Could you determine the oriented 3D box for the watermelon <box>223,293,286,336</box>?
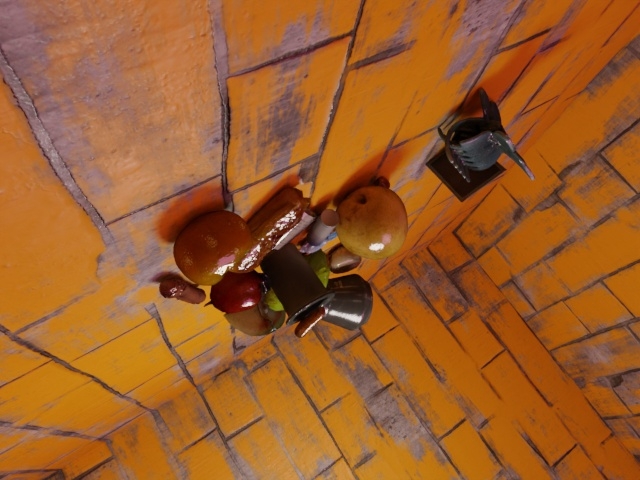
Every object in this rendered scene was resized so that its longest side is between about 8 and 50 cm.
[{"bbox_3d":[-0.280,0.325,2.246,0.320,0.213,0.290,11,-154,42],"label":"watermelon"}]

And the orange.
[{"bbox_3d":[-0.314,0.020,1.319,0.237,0.179,0.158,-36,167,7],"label":"orange"}]

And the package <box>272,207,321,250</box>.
[{"bbox_3d":[-0.101,-0.040,1.784,0.204,0.062,0.251,-39,167,15],"label":"package"}]

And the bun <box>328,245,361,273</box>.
[{"bbox_3d":[0.117,0.096,2.483,0.193,0.127,0.178,-11,155,-31],"label":"bun"}]

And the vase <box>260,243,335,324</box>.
[{"bbox_3d":[-0.118,0.177,1.950,0.245,0.291,0.245,-33,165,-10],"label":"vase"}]

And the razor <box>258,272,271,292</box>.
[{"bbox_3d":[-0.274,0.177,1.913,0.148,0.090,0.054,-9,-169,28],"label":"razor"}]

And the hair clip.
[{"bbox_3d":[0.638,-0.390,1.855,0.238,0.392,0.318,-28,155,26],"label":"hair clip"}]

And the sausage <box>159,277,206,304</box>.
[{"bbox_3d":[-0.483,0.182,1.638,0.078,0.078,0.304,-34,166,-3],"label":"sausage"}]

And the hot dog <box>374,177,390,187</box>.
[{"bbox_3d":[0.269,-0.235,1.991,0.062,0.038,0.144,-39,163,13],"label":"hot dog"}]

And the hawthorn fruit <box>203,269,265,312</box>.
[{"bbox_3d":[-0.337,0.189,1.776,0.251,0.189,0.189,-23,162,-10],"label":"hawthorn fruit"}]

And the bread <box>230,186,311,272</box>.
[{"bbox_3d":[-0.174,-0.030,1.587,0.380,0.109,0.185,-43,161,20],"label":"bread"}]

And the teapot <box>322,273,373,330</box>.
[{"bbox_3d":[0.055,0.299,2.472,0.362,0.376,0.305,8,111,-21],"label":"teapot"}]

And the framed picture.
[{"bbox_3d":[0.634,-0.320,2.044,0.231,0.293,0.018,-36,139,8],"label":"framed picture"}]

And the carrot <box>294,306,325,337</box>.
[{"bbox_3d":[-0.045,0.341,1.954,0.186,0.060,0.060,-49,160,23],"label":"carrot"}]

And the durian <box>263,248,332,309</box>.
[{"bbox_3d":[-0.109,0.207,2.189,0.340,0.204,0.255,-32,162,-35],"label":"durian"}]

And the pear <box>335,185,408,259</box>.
[{"bbox_3d":[0.205,-0.073,1.873,0.314,0.314,0.314,-32,163,-11],"label":"pear"}]

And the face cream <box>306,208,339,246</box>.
[{"bbox_3d":[0.006,-0.047,1.879,0.077,0.077,0.250,-28,171,-23],"label":"face cream"}]

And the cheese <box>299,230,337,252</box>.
[{"bbox_3d":[0.000,0.000,2.106,0.245,0.052,0.135,-24,163,-36],"label":"cheese"}]
